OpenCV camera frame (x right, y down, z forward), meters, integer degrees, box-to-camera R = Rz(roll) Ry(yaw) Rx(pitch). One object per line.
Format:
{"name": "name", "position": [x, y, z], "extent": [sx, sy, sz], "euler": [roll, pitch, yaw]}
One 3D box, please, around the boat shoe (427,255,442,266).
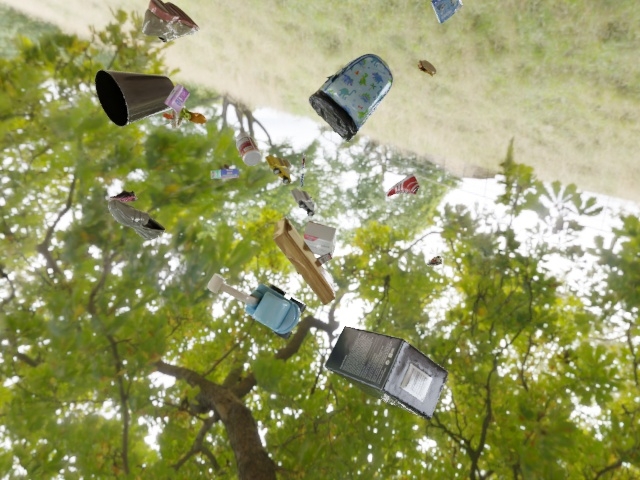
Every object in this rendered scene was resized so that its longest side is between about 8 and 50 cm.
{"name": "boat shoe", "position": [0.514, 0.093, 1.955], "extent": [0.049, 0.043, 0.137], "euler": [-4, -179, 34]}

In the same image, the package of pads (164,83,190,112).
{"name": "package of pads", "position": [-0.478, -0.476, 1.455], "extent": [0.032, 0.083, 0.050], "euler": [30, 176, 25]}

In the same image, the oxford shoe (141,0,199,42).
{"name": "oxford shoe", "position": [-0.588, -0.841, 1.695], "extent": [0.123, 0.130, 0.348], "euler": [43, -160, -3]}

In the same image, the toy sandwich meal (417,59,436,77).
{"name": "toy sandwich meal", "position": [0.424, -0.682, 1.728], "extent": [0.085, 0.029, 0.085], "euler": [21, -133, -25]}

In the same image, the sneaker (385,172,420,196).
{"name": "sneaker", "position": [0.281, -0.167, 1.477], "extent": [0.118, 0.067, 0.042], "euler": [-36, 164, 27]}

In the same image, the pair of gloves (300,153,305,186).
{"name": "pair of gloves", "position": [-0.110, -0.430, 2.669], "extent": [0.023, 0.198, 0.159], "euler": [5, -168, -3]}

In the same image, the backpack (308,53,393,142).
{"name": "backpack", "position": [0.172, -0.695, 2.030], "extent": [0.355, 0.290, 0.273], "euler": [-46, -171, -17]}

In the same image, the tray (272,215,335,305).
{"name": "tray", "position": [-0.072, 0.094, 2.045], "extent": [0.076, 0.411, 0.203], "euler": [-33, -159, 10]}

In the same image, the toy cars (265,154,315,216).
{"name": "toy cars", "position": [-0.129, -0.284, 2.195], "extent": [0.087, 0.393, 0.176], "euler": [-34, -164, 10]}

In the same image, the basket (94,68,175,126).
{"name": "basket", "position": [-0.650, -0.521, 1.570], "extent": [0.154, 0.204, 0.227], "euler": [-32, 179, 42]}

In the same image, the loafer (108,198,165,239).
{"name": "loafer", "position": [-0.871, -0.108, 2.071], "extent": [0.111, 0.319, 0.112], "euler": [-23, -120, 9]}

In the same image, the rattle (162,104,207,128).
{"name": "rattle", "position": [-0.622, -0.548, 1.988], "extent": [0.143, 0.130, 0.199], "euler": [35, -170, -13]}

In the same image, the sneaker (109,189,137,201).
{"name": "sneaker", "position": [-0.934, -0.211, 2.054], "extent": [0.119, 0.057, 0.047], "euler": [-8, 166, -35]}

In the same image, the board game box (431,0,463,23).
{"name": "board game box", "position": [0.434, -0.810, 1.491], "extent": [0.090, 0.090, 0.020], "euler": [-36, -129, 13]}

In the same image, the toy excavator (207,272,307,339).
{"name": "toy excavator", "position": [-0.326, 0.320, 2.280], "extent": [0.433, 0.222, 0.445], "euler": [29, 175, 17]}

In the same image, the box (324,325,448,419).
{"name": "box", "position": [0.263, 0.534, 1.801], "extent": [0.395, 0.293, 0.212], "euler": [-4, -127, 57]}

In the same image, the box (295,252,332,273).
{"name": "box", "position": [-0.037, 0.123, 2.297], "extent": [0.114, 0.036, 0.207], "euler": [-30, -176, -33]}

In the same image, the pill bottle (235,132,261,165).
{"name": "pill bottle", "position": [-0.323, -0.408, 1.932], "extent": [0.086, 0.086, 0.152], "euler": [-10, -129, -24]}

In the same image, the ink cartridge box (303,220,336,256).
{"name": "ink cartridge box", "position": [0.000, 0.000, 2.560], "extent": [0.172, 0.237, 0.100], "euler": [16, -115, 9]}

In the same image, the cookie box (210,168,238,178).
{"name": "cookie box", "position": [-0.439, -0.305, 1.995], "extent": [0.092, 0.040, 0.107], "euler": [-8, -171, -38]}
